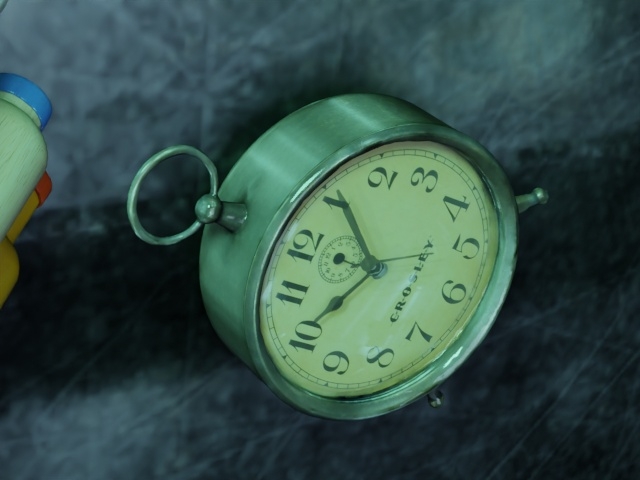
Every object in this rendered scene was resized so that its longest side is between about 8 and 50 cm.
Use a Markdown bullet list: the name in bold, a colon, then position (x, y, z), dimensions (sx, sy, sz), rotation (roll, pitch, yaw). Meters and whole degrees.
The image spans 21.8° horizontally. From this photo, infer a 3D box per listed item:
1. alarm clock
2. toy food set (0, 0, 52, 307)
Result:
- **alarm clock**: position (0.000, 0.000, 0.670), dimensions (0.192, 0.064, 0.129), rotation (18, 103, -42)
- **toy food set**: position (-0.162, -0.052, 0.514), dimensions (0.232, 0.111, 0.104), rotation (48, 52, -30)
